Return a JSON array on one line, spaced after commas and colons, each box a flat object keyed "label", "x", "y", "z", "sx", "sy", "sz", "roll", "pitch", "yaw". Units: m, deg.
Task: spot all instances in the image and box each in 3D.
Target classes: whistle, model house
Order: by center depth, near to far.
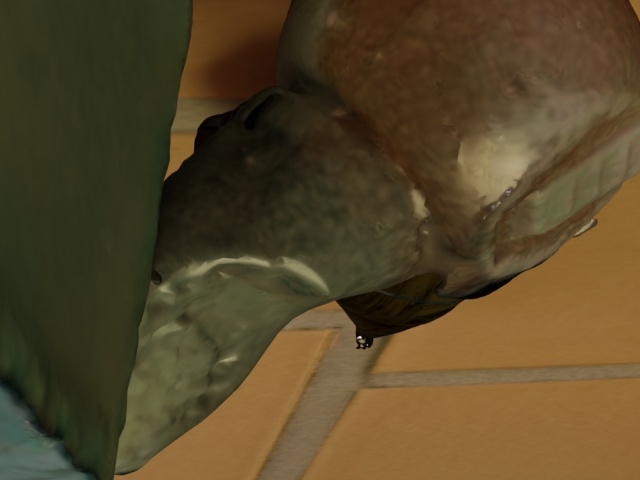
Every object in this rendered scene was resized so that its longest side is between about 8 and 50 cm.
[{"label": "model house", "x": -0.199, "y": -0.067, "z": 0.479, "sx": 0.249, "sy": 0.280, "sz": 0.230, "roll": 0, "pitch": 150, "yaw": 10}, {"label": "whistle", "x": 0.010, "y": -0.037, "z": 0.613, "sx": 0.348, "sy": 0.189, "sz": 0.189, "roll": -38, "pitch": 156, "yaw": -14}]

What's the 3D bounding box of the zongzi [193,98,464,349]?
[{"label": "zongzi", "x": 0.000, "y": 0.000, "z": 0.819, "sx": 0.221, "sy": 0.112, "sz": 0.242, "roll": 7, "pitch": 150, "yaw": -30}]
